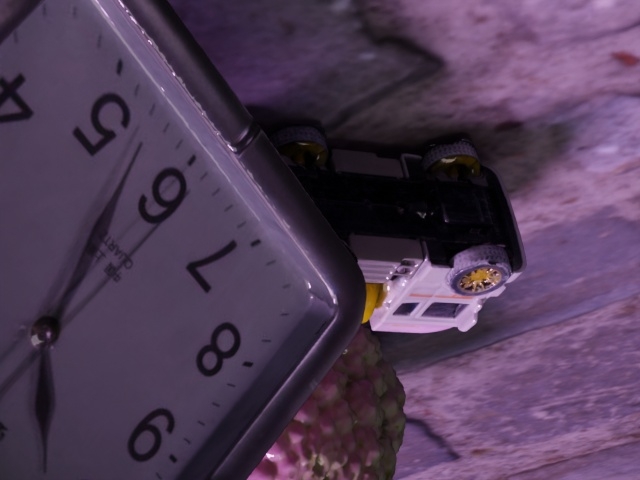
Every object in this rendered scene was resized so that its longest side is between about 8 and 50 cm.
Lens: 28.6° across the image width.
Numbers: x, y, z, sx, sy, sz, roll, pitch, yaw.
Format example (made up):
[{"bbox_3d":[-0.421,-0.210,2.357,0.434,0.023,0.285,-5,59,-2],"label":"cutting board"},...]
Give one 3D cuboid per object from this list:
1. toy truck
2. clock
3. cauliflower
[{"bbox_3d":[0.000,0.000,0.749,0.226,0.098,0.114,4,144,-22],"label":"toy truck"},{"bbox_3d":[-0.120,0.038,0.558,0.049,0.279,0.273,17,151,47],"label":"clock"},{"bbox_3d":[-0.068,0.171,0.921,0.239,0.256,0.315,11,172,-38],"label":"cauliflower"}]
